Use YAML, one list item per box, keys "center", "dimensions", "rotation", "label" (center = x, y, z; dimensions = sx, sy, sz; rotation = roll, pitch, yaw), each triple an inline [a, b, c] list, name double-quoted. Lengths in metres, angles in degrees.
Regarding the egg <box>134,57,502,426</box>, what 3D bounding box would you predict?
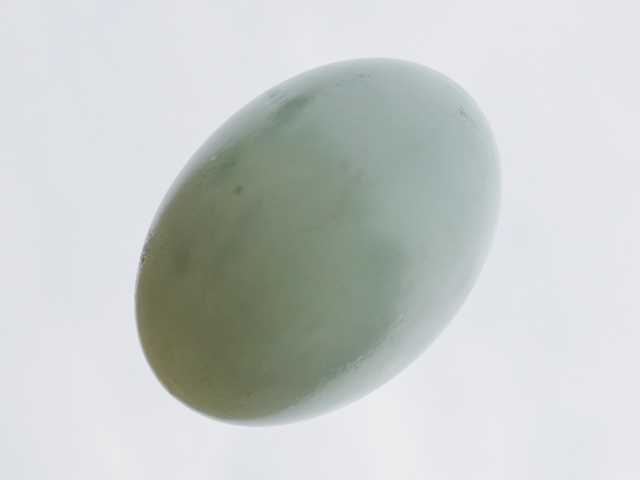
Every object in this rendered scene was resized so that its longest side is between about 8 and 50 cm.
- center: [0.000, 0.000, 1.655]
  dimensions: [0.276, 0.389, 0.276]
  rotation: [42, -13, 12]
  label: "egg"
